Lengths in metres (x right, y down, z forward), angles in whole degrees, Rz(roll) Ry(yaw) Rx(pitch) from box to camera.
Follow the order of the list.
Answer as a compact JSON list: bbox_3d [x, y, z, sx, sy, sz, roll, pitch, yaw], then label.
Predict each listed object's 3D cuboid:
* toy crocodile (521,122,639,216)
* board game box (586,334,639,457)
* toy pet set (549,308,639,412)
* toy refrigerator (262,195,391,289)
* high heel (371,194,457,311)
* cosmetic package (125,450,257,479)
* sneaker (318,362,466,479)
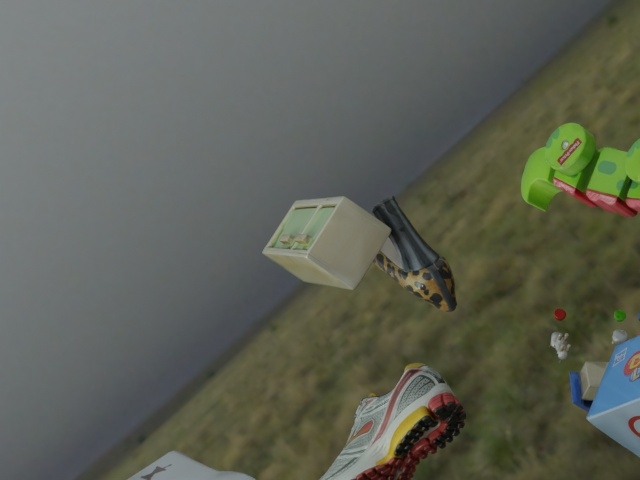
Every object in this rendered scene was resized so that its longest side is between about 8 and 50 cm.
[{"bbox_3d":[0.391,-0.075,1.480,0.340,0.115,0.105,16,84,51],"label":"toy crocodile"},{"bbox_3d":[0.433,0.162,0.950,0.086,0.302,0.308,-59,9,-31],"label":"board game box"},{"bbox_3d":[0.346,0.150,1.436,0.065,0.122,0.114,96,176,-57],"label":"toy pet set"},{"bbox_3d":[0.000,0.000,1.691,0.102,0.094,0.269,-57,14,-7],"label":"toy refrigerator"},{"bbox_3d":[0.132,0.049,1.756,0.093,0.186,0.261,-31,-11,-8],"label":"high heel"},{"bbox_3d":[-0.034,0.349,0.760,0.156,0.385,0.217,-33,18,-29],"label":"cosmetic package"},{"bbox_3d":[0.073,0.232,1.339,0.088,0.093,0.225,24,-61,-40],"label":"sneaker"}]
